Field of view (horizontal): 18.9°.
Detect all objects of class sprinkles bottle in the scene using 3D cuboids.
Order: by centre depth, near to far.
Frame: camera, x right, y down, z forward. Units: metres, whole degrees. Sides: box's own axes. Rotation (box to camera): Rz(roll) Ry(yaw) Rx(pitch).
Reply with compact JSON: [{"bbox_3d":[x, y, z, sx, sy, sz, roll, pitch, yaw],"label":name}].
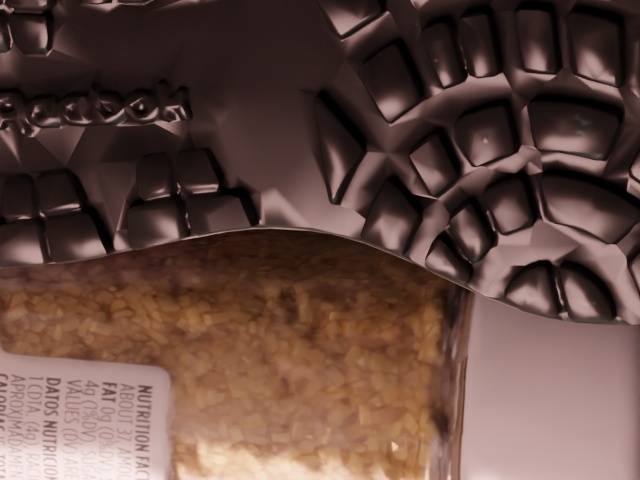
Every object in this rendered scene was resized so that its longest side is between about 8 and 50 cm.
[{"bbox_3d":[-0.075,0.048,0.588,0.355,0.121,0.121,2,177,12],"label":"sprinkles bottle"}]

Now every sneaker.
[{"bbox_3d":[0.022,-0.050,0.525,0.283,0.107,0.124,5,-164,19],"label":"sneaker"}]
